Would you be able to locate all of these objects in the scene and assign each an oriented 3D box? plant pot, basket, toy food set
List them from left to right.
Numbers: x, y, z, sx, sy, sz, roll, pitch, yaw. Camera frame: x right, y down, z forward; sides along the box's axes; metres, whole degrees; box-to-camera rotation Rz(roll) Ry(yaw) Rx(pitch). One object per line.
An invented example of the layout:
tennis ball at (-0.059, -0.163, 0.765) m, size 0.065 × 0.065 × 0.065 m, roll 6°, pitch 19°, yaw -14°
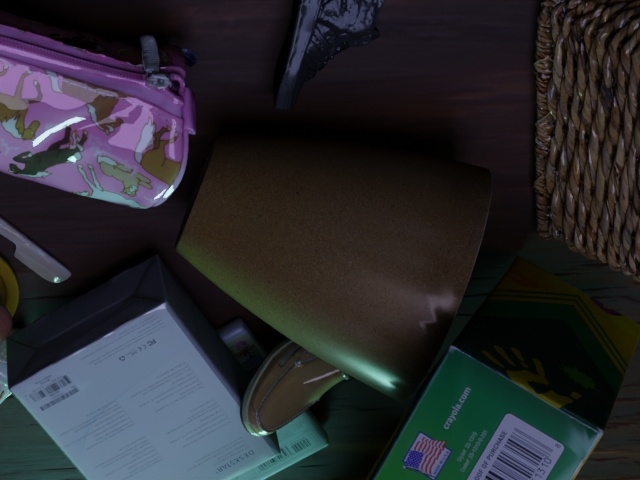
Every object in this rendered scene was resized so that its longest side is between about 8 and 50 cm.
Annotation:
toy food set at (-0.361, 0.072, 1.848) m, size 0.218 × 0.071 × 0.128 m, roll -34°, pitch 123°, yaw 11°
plant pot at (0.000, 0.000, 1.797) m, size 0.254 × 0.237 × 0.237 m, roll 20°, pitch 118°, yaw -7°
basket at (0.355, -0.120, 1.851) m, size 0.213 × 0.223 × 0.299 m, roll -31°, pitch 132°, yaw -31°

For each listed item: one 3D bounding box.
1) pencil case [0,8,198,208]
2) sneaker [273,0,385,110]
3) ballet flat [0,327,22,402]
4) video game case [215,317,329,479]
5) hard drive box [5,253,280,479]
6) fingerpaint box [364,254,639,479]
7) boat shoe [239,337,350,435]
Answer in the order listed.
pencil case at (-0.301, -0.144, 1.663) m, size 0.386 × 0.160 × 0.167 m, roll 14°, pitch 111°, yaw -19°
sneaker at (0.015, -0.191, 1.759) m, size 0.089 × 0.051 × 0.170 m, roll 9°, pitch 118°, yaw -12°
ballet flat at (-0.342, 0.160, 1.922) m, size 0.057 × 0.052 × 0.168 m, roll 31°, pitch 112°, yaw -28°
video game case at (-0.127, 0.197, 2.009) m, size 0.212 × 0.023 × 0.193 m, roll -28°, pitch 124°, yaw 9°
hard drive box at (-0.176, 0.156, 1.901) m, size 0.181 × 0.089 × 0.232 m, roll -28°, pitch 124°, yaw 8°
fingerpaint box at (0.119, 0.269, 1.852) m, size 0.163 × 0.371 × 0.445 m, roll 31°, pitch 108°, yaw 7°
boat shoe at (-0.003, 0.123, 1.893) m, size 0.190 × 0.072 × 0.068 m, roll -50°, pitch 130°, yaw -27°
